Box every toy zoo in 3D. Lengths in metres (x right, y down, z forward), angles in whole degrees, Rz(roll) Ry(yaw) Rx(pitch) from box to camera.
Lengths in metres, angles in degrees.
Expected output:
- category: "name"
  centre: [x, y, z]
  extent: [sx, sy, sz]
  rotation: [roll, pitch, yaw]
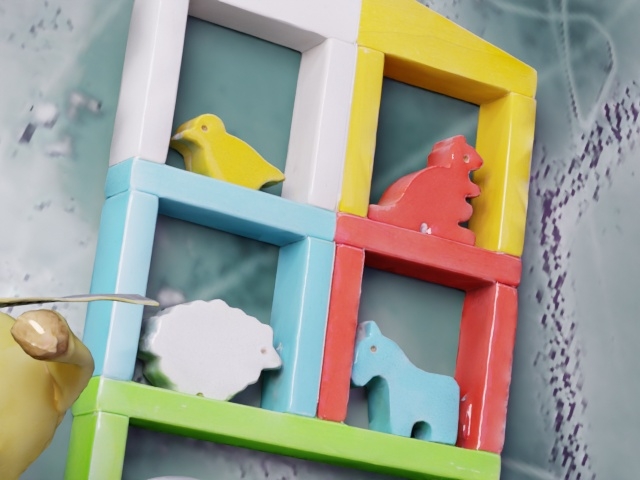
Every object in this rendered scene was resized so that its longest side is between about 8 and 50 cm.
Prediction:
- category: "toy zoo"
  centre: [0.000, 0.000, 0.751]
  extent: [0.192, 0.030, 0.293]
  rotation: [15, 74, -27]

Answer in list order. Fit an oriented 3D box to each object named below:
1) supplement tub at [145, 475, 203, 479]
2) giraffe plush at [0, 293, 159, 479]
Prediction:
- category: "supplement tub"
  centre: [0.045, 0.219, 0.640]
  extent: [0.316, 0.193, 0.193]
  rotation: [24, 69, -24]
- category: "giraffe plush"
  centre: [-0.158, 0.101, 0.569]
  extent: [0.210, 0.181, 0.170]
  rotation: [1, 91, -12]
